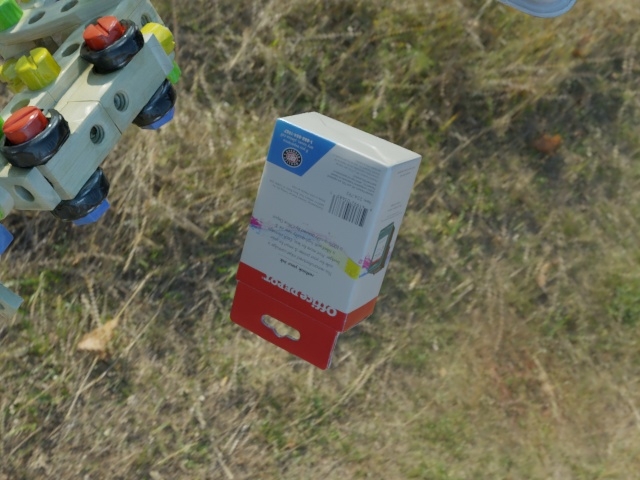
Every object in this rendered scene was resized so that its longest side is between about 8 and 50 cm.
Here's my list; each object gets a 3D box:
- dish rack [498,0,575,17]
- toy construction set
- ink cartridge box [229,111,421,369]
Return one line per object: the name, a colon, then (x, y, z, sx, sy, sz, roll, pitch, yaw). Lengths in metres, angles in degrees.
dish rack: (0.307, -0.508, 1.433, 0.286, 0.072, 0.332, 29, 64, 13)
toy construction set: (-0.226, -0.093, 0.756, 0.151, 0.215, 0.327, 44, 57, -48)
ink cartridge box: (0.000, 0.000, 0.976, 0.134, 0.231, 0.078, 26, 24, 22)
